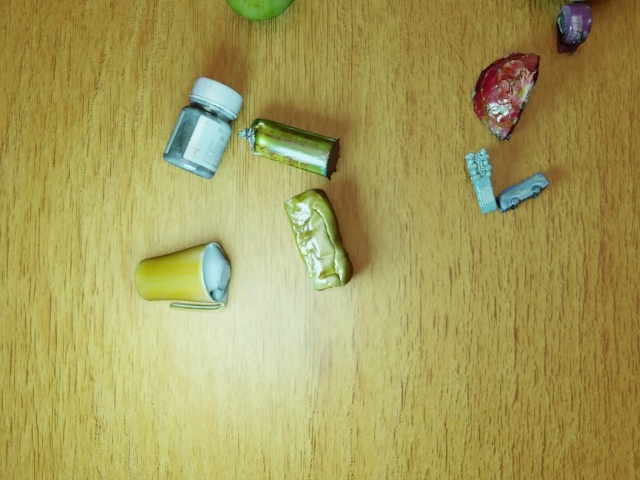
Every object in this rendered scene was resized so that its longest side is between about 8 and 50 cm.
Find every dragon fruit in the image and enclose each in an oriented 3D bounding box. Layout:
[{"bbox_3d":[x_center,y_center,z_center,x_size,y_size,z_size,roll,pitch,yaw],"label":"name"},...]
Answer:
[{"bbox_3d":[0.527,-0.427,1.427,0.189,0.163,0.261,14,90,35],"label":"dragon fruit"}]

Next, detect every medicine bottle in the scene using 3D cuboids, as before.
[{"bbox_3d":[-0.353,-0.337,1.507,0.165,0.165,0.273,24,90,7],"label":"medicine bottle"}]

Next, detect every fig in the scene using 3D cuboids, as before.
[{"bbox_3d":[-0.178,-0.778,1.452,0.239,0.271,0.239,-2,99,-10],"label":"fig"}]

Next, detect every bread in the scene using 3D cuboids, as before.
[{"bbox_3d":[0.000,0.000,1.447,0.132,0.167,0.294,-20,85,5],"label":"bread"}]

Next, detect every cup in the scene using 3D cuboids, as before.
[{"bbox_3d":[-0.405,0.125,1.506,0.264,0.182,0.226,-7,118,13],"label":"cup"}]

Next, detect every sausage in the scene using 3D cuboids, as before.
[{"bbox_3d":[-0.100,-0.289,1.493,0.317,0.125,0.117,18,49,7],"label":"sausage"}]

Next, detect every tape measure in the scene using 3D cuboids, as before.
[{"bbox_3d":[0.720,-0.608,1.417,0.074,0.118,0.125,-5,83,5],"label":"tape measure"}]

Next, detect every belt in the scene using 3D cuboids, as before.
[{"bbox_3d":[0.471,-0.168,1.437,0.065,0.100,0.179,-17,88,10],"label":"belt"}]

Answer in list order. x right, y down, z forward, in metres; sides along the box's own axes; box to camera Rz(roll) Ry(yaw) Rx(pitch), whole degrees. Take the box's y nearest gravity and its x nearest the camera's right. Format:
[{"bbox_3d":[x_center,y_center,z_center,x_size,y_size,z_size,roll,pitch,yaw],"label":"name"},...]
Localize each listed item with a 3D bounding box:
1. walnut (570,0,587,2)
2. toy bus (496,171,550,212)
[{"bbox_3d":[0.724,-0.843,1.332,0.384,0.383,0.383,0,87,7],"label":"walnut"},{"bbox_3d":[0.586,-0.138,1.446,0.153,0.051,0.061,-29,72,5],"label":"toy bus"}]
